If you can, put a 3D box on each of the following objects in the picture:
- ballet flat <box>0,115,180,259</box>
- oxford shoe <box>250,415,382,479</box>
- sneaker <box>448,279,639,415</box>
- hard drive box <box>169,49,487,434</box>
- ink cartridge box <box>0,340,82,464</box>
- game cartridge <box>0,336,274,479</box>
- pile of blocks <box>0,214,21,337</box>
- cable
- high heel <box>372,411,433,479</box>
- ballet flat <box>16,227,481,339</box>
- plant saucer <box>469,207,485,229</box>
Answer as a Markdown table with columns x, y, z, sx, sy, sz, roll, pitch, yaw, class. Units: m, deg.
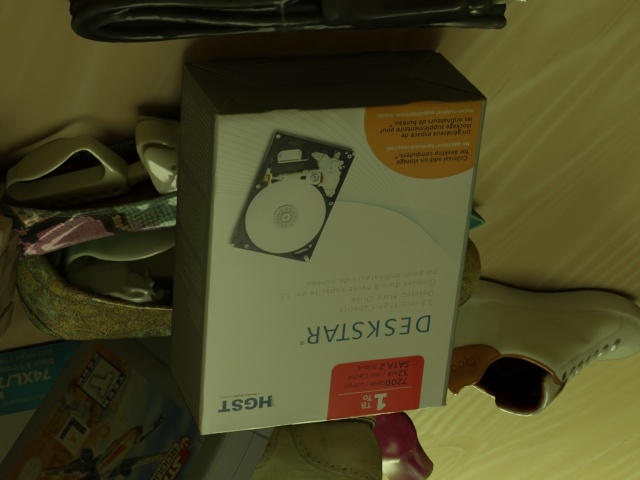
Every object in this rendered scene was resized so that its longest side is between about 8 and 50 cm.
| x | y | z | sx | sy | sz | roll | pitch | yaw | class |
| --- | --- | --- | --- | --- | --- | --- | --- | --- | --- |
| -0.135 | -0.044 | 1.110 | 0.221 | 0.077 | 0.079 | -13 | 138 | 6 | ballet flat |
| -0.127 | 0.246 | 1.675 | 0.397 | 0.146 | 0.140 | -9 | 160 | -3 | oxford shoe |
| 0.214 | 0.115 | 1.569 | 0.290 | 0.123 | 0.106 | 5 | 150 | -37 | sneaker |
| 0.000 | 0.000 | 1.080 | 0.181 | 0.089 | 0.232 | -6 | 119 | -18 | hard drive box |
| -0.190 | 0.245 | 1.489 | 0.197 | 0.270 | 0.198 | -10 | 157 | -3 | ink cartridge box |
| -0.152 | 0.177 | 1.261 | 0.062 | 0.198 | 0.297 | 34 | 89 | -43 | game cartridge |
| -0.364 | 0.011 | 1.113 | 0.362 | 0.149 | 0.112 | -6 | -159 | 11 | pile of blocks |
| 0.002 | -0.156 | 0.958 | 0.287 | 0.072 | 0.139 | -2 | 176 | 9 | cable |
| 0.001 | 0.240 | 1.853 | 0.244 | 0.082 | 0.117 | -9 | 129 | 32 | high heel |
| -0.051 | 0.012 | 1.194 | 0.348 | 0.123 | 0.123 | -2 | 157 | -2 | ballet flat |
| 0.056 | -0.031 | 1.285 | 0.067 | 0.018 | 0.192 | -24 | 153 | 27 | plant saucer |
